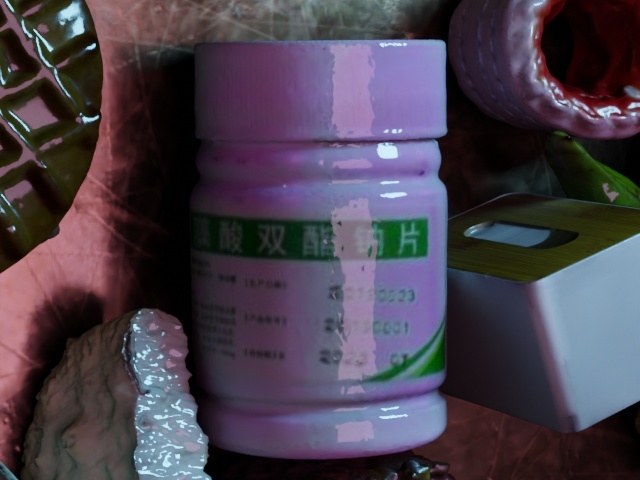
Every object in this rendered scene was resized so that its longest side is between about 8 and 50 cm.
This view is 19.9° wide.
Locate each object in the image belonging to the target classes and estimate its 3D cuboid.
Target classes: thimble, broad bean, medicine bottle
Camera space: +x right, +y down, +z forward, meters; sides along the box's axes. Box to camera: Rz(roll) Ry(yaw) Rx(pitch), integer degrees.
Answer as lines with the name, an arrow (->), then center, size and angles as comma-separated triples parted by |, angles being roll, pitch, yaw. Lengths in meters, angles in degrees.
thimble -> 0.217, -0.175, 1.625 | 0.189, 0.125, 0.163 | 16, 88, -28
broad bean -> 0.285, 0.012, 1.671 | 0.061, 0.077, 0.339 | -57, 135, -29
medicine bottle -> 0.000, 0.000, 1.480 | 0.212, 0.212, 0.325 | -2, 96, -28

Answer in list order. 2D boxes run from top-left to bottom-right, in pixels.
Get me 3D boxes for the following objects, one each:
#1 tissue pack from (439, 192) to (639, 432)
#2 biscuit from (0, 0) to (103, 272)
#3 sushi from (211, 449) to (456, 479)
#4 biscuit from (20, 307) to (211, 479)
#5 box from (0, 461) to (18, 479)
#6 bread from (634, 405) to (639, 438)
tissue pack -> 0.187, 0.056, 1.562 | 0.159, 0.246, 0.136 | -24, 106, -25
biscuit -> -0.316, -0.118, 1.363 | 0.332, 0.103, 0.332 | -3, 97, -28
sushi -> -0.004, 0.285, 1.527 | 0.270, 0.171, 0.236 | -9, 104, -26
biscuit -> -0.163, 0.209, 1.431 | 0.084, 0.179, 0.281 | 8, 63, -52
box -> -0.269, 0.286, 1.323 | 0.220, 0.290, 0.166 | -26, 127, -23
bread -> 0.387, 0.082, 1.637 | 0.185, 0.109, 0.380 | -28, 151, -18
